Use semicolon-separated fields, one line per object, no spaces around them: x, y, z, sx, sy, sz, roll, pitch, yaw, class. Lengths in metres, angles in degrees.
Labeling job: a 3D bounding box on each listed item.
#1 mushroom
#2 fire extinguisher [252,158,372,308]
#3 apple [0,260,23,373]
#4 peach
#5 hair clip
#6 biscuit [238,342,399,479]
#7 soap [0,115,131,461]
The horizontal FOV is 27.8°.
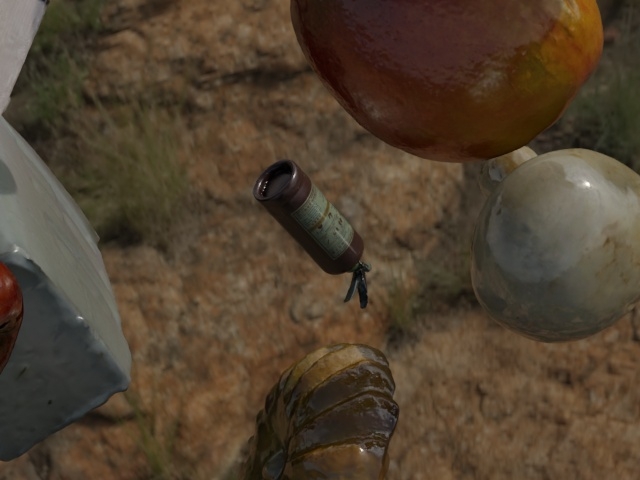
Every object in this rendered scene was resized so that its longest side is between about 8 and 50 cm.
0.225;-0.001;1.292;0.209;0.206;0.206;23;62;31;mushroom
0.000;0.000;1.729;0.071;0.231;0.099;-17;40;32;fire extinguisher
-0.390;0.079;1.317;0.158;0.156;0.147;20;44;8;apple
0.114;-0.200;1.163;0.281;0.281;0.238;19;70;19;peach
-0.399;-0.138;1.447;0.101;0.085;0.331;-2;65;49;hair clip
-0.020;0.261;1.430;0.107;0.326;0.326;18;57;-13;biscuit
-0.416;0.055;1.692;0.213;0.350;0.435;-29;34;-1;soap
